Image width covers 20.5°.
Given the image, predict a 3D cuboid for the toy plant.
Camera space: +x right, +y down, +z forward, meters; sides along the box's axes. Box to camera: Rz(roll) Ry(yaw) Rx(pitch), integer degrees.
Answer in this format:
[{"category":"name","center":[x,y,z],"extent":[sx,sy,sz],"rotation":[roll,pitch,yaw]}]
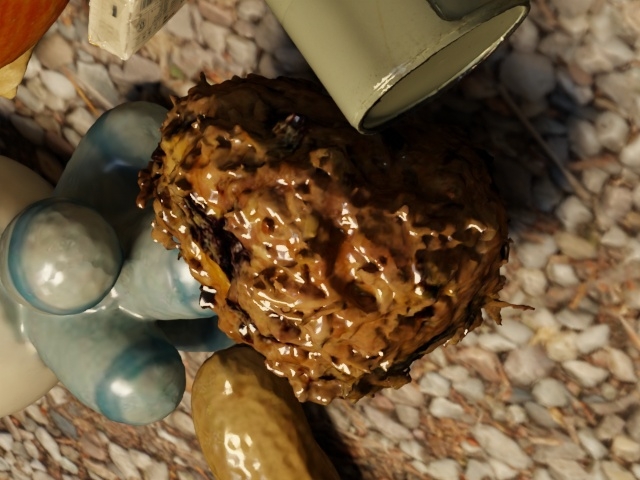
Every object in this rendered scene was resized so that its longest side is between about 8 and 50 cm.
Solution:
[{"category":"toy plant","center":[-0.178,0.025,1.351],"extent":[0.332,0.247,0.247],"rotation":[-5,121,32]}]

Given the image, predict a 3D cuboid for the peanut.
[{"category":"peanut","center":[-0.040,0.188,1.457],"extent":[0.226,0.095,0.108],"rotation":[64,180,-17]}]

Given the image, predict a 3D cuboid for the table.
[{"category":"table","center":[0.011,-0.186,1.033],"extent":[0.220,0.126,0.126],"rotation":[55,140,9]}]

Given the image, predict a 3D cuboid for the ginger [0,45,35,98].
[{"category":"ginger","center":[-0.404,-0.170,1.414],"extent":[0.348,0.122,0.363],"rotation":[44,130,10]}]

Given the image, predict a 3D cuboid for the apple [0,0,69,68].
[{"category":"apple","center":[-0.294,-0.225,1.161],"extent":[0.302,0.301,0.301],"rotation":[21,135,22]}]

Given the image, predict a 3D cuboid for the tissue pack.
[{"category":"tissue pack","center":[-0.123,-0.172,1.219],"extent":[0.042,0.083,0.062],"rotation":[26,137,15]}]

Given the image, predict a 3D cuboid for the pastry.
[{"category":"pastry","center":[0.000,0.000,1.147],"extent":[0.275,0.275,0.192],"rotation":[21,104,23]}]
